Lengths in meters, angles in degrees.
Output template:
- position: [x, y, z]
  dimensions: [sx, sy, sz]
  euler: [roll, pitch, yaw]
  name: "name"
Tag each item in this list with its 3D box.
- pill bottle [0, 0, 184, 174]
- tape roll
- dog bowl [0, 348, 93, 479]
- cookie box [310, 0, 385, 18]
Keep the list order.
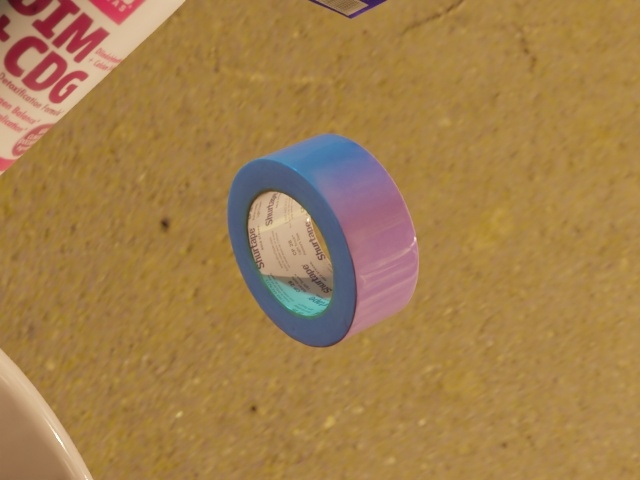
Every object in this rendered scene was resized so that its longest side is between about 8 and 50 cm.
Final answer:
- position: [-0.188, -0.189, 1.131]
  dimensions: [0.283, 0.160, 0.160]
  euler: [-42, 89, 9]
  name: "pill bottle"
- position: [0.000, 0.000, 1.523]
  dimensions: [0.080, 0.189, 0.189]
  euler: [-23, 80, -33]
  name: "tape roll"
- position: [-0.160, 0.179, 0.643]
  dimensions: [0.102, 0.349, 0.349]
  euler: [-22, 76, 10]
  name: "dog bowl"
- position: [0.037, -0.205, 1.004]
  dimensions: [0.040, 0.092, 0.107]
  euler: [20, 64, -35]
  name: "cookie box"
